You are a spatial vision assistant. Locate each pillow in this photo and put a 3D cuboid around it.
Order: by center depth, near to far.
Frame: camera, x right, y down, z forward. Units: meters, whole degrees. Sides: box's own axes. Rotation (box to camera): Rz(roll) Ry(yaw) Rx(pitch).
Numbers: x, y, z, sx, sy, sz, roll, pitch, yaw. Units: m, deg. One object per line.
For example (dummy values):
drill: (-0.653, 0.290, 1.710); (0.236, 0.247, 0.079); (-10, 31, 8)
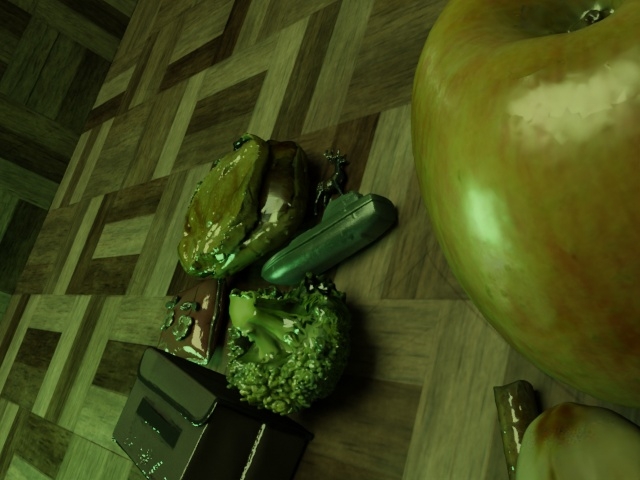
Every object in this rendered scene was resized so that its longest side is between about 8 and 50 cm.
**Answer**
pillow: (-0.250, 0.155, 1.223); (0.179, 0.075, 0.171); (-21, 51, 45)

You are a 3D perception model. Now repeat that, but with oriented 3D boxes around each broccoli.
broccoli: (-0.047, 0.130, 0.901); (0.198, 0.176, 0.226); (-40, 60, 7)

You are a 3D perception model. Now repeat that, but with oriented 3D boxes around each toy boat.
toy boat: (0.000, 0.000, 1.008); (0.260, 0.078, 0.085); (-33, 61, 33)

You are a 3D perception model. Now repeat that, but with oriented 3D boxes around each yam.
yam: (0.207, 0.283, 0.583); (0.045, 0.045, 0.327); (-11, 53, 10)

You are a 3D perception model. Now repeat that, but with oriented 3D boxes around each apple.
apple: (0.256, -0.077, 0.508); (0.391, 0.346, 0.391); (-31, 41, 32)

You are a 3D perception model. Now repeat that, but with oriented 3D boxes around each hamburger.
hamburger: (-0.133, -0.057, 1.174); (0.285, 0.134, 0.266); (-32, 46, 43)

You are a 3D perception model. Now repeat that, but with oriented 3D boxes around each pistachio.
pistachio: (0.228, 0.234, 0.507); (0.144, 0.144, 0.215); (-35, 52, 33)

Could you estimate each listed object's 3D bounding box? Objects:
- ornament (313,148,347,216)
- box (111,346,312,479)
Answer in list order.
ornament: (0.016, -0.104, 1.104); (0.073, 0.028, 0.125); (-32, 47, 35)
box: (-0.166, 0.280, 0.942); (0.252, 0.188, 0.153); (13, 75, 52)
